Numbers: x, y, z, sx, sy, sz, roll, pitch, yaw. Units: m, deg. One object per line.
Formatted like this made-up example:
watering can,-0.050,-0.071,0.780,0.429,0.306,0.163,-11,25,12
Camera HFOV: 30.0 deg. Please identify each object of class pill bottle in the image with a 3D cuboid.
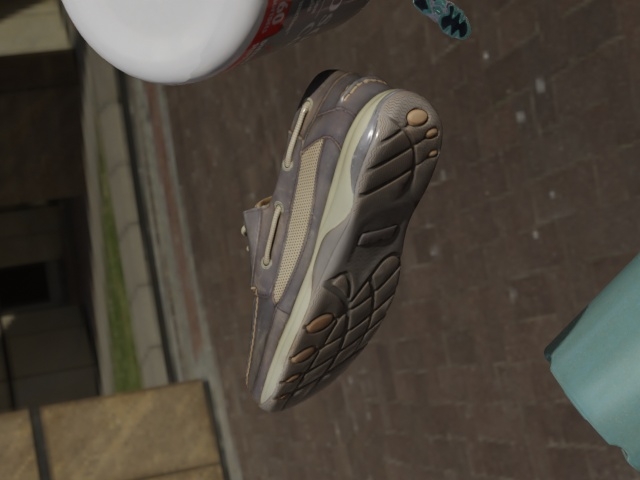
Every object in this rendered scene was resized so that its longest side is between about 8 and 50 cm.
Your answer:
pill bottle,-0.055,-0.280,1.089,0.210,0.363,0.210,12,115,26

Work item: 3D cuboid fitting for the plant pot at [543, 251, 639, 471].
plant pot,0.537,0.153,1.766,0.341,0.334,0.341,43,-166,-13

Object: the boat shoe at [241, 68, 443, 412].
boat shoe,0.000,0.000,1.131,0.130,0.132,0.355,40,120,33

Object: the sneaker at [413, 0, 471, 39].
sneaker,0.174,-0.296,1.584,0.098,0.069,0.038,48,111,25
